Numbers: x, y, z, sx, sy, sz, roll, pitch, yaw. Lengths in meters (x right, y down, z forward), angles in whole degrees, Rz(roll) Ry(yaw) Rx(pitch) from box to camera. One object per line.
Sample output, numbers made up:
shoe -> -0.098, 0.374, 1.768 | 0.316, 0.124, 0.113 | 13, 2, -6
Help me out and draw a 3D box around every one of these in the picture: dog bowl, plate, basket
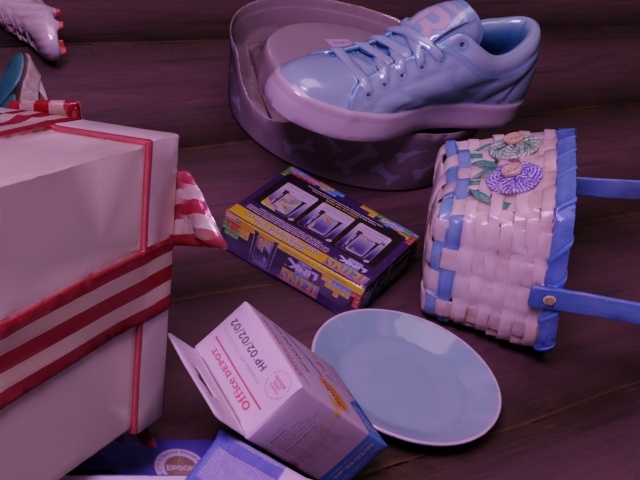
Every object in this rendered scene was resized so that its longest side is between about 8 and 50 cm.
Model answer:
dog bowl -> 0.041, -0.189, 1.483 | 0.349, 0.102, 0.348 | 14, 32, -9
plate -> 0.079, 0.132, 1.095 | 0.188, 0.024, 0.188 | 14, 32, -9
basket -> 0.255, 0.000, 1.216 | 0.289, 0.201, 0.254 | 9, 31, 3

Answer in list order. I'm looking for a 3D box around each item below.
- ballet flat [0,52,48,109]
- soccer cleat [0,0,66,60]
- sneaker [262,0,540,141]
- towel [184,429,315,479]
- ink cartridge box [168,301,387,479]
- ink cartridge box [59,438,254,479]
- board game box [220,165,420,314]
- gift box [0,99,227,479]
ballet flat -> -0.330, -0.148, 1.291 | 0.052, 0.057, 0.168 | 35, 27, -30
soccer cleat -> -0.371, -0.277, 1.445 | 0.076, 0.068, 0.196 | -15, 42, -20
sneaker -> 0.101, -0.210, 1.312 | 0.366, 0.150, 0.135 | -10, 42, -38
towel -> 0.016, 0.246, 0.769 | 0.285, 0.034, 0.209 | 27, 31, 8
ink cartridge box -> -0.032, 0.120, 0.930 | 0.181, 0.061, 0.104 | 41, 8, -49
ink cartridge box -> -0.158, 0.231, 0.784 | 0.324, 0.071, 0.330 | 4, 36, -22
board game box -> 0.000, 0.000, 1.229 | 0.170, 0.048, 0.141 | 30, 36, 16
gift box -> -0.228, 0.042, 0.810 | 0.276, 0.255, 0.258 | 15, 17, 16
